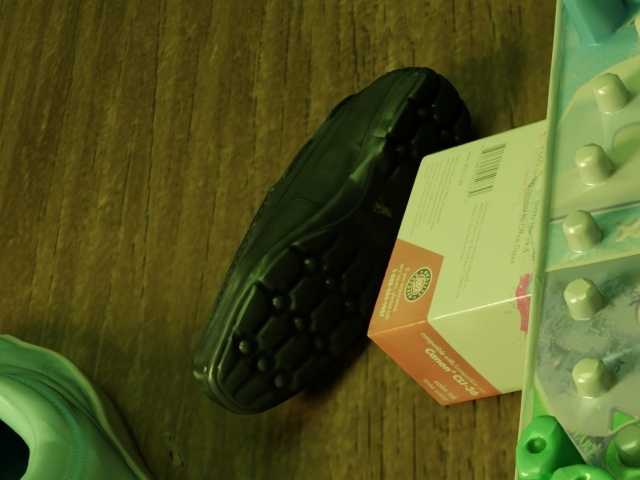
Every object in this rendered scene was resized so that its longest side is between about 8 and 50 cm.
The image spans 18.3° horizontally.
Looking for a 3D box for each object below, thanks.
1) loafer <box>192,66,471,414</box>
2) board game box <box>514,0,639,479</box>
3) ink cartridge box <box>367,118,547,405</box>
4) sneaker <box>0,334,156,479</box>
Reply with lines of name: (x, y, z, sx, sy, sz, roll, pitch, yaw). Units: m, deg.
loafer: (0.000, 0.000, 1.055, 0.078, 0.076, 0.223, -3, 46, 54)
board game box: (0.259, -0.044, 0.748, 0.389, 0.050, 0.390, -12, 44, 24)
ink cartridge box: (0.128, -0.001, 0.912, 0.198, 0.067, 0.115, -16, 42, 40)
sneaker: (-0.186, 0.106, 1.073, 0.135, 0.150, 0.366, -51, 32, -10)
